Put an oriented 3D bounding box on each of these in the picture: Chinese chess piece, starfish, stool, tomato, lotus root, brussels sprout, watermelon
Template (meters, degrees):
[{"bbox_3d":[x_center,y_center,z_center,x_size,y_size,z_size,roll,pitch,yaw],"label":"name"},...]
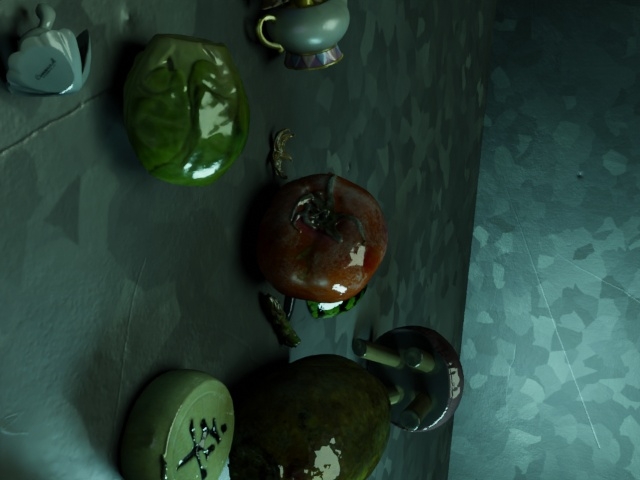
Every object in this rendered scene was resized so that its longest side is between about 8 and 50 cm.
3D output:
[{"bbox_3d":[-0.194,0.276,0.954,0.188,0.083,0.188,5,90,-65],"label":"Chinese chess piece"},{"bbox_3d":[-0.066,-0.157,1.192,0.078,0.028,0.091,76,28,-52],"label":"starfish"},{"bbox_3d":[0.199,0.347,1.685,0.179,0.272,0.271,8,90,-54],"label":"stool"},{"bbox_3d":[0.004,0.002,1.172,0.188,0.232,0.231,106,3,-64],"label":"tomato"},{"bbox_3d":[-0.023,0.338,1.183,0.346,0.251,0.250,-13,109,-62],"label":"lotus root"},{"bbox_3d":[-0.161,-0.159,0.839,0.162,0.144,0.180,9,102,-33],"label":"brussels sprout"},{"bbox_3d":[0.017,0.102,1.423,0.135,0.125,0.094,27,41,-47],"label":"watermelon"}]

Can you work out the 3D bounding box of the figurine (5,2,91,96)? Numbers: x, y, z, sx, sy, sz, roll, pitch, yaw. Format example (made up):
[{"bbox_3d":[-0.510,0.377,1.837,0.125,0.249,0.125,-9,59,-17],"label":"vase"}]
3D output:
[{"bbox_3d":[-0.270,-0.178,0.665,0.094,0.086,0.082,-43,139,10],"label":"figurine"}]

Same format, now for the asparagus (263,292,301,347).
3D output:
[{"bbox_3d":[-0.073,0.148,1.251,0.030,0.036,0.165,-52,146,-25],"label":"asparagus"}]

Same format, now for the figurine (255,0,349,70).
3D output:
[{"bbox_3d":[-0.033,-0.406,1.061,0.190,0.142,0.263,-35,132,-30],"label":"figurine"}]

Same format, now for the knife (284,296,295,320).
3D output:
[{"bbox_3d":[-0.056,0.104,1.302,0.031,0.018,0.121,20,78,-73],"label":"knife"}]
